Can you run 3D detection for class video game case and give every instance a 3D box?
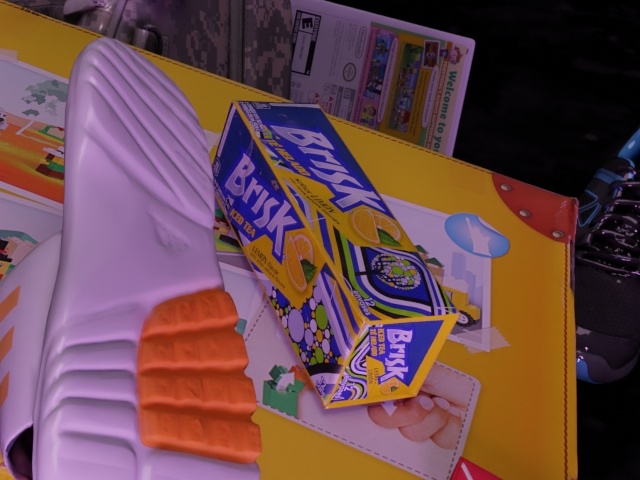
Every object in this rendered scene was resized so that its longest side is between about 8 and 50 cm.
[{"bbox_3d":[0.035,-0.101,1.042,0.193,0.212,0.023,10,4,-22],"label":"video game case"}]

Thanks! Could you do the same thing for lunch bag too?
[{"bbox_3d":[-0.198,-0.143,0.929,0.305,0.213,0.256,5,4,28],"label":"lunch bag"}]

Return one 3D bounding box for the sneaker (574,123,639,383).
[{"bbox_3d":[0.266,-0.004,1.042,0.125,0.140,0.341,22,38,11],"label":"sneaker"}]

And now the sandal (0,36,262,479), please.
[{"bbox_3d":[-0.088,0.029,0.472,0.102,0.076,0.265,33,36,-38],"label":"sandal"}]

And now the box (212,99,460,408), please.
[{"bbox_3d":[0.000,0.000,0.565,0.054,0.059,0.169,-2,42,-30],"label":"box"}]

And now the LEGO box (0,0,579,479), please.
[{"bbox_3d":[-0.118,0.063,0.644,0.500,0.193,0.372,19,36,-1],"label":"LEGO box"}]

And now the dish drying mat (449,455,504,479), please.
[{"bbox_3d":[0.093,0.124,0.492,0.083,0.008,0.032,27,37,9],"label":"dish drying mat"}]
